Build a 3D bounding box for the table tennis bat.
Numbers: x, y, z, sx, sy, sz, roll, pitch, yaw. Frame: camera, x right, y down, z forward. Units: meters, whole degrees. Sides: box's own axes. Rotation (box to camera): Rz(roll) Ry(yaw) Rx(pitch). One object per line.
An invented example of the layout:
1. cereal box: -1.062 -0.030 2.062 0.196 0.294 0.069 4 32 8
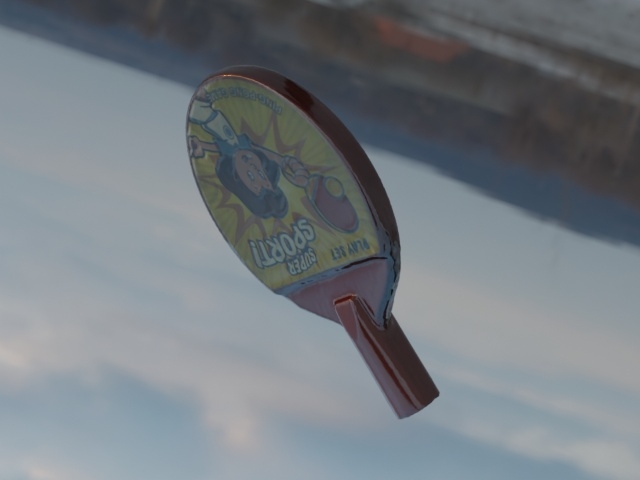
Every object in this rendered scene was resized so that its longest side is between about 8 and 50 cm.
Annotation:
1. table tennis bat: 0.000 0.000 1.543 0.038 0.310 0.200 -35 -173 -35
